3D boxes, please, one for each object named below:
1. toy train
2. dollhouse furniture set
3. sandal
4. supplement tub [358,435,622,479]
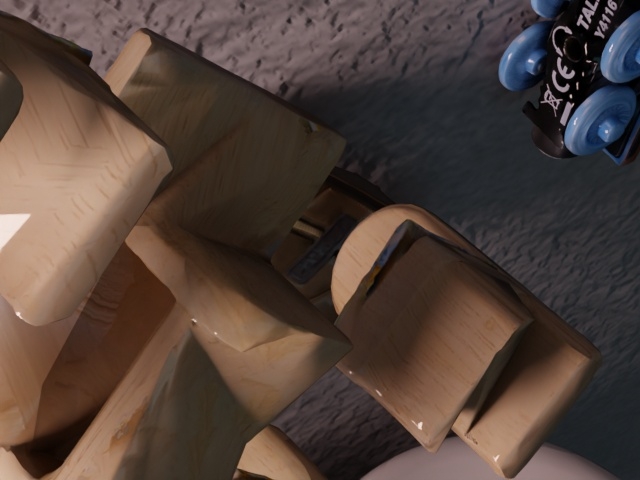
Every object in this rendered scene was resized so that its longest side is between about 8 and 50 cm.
[{"bbox_3d":[0.157,-0.117,0.797,0.105,0.080,0.184,-18,142,-31],"label":"toy train"},{"bbox_3d":[-0.159,0.082,0.667,0.362,0.256,0.394,23,105,-51],"label":"dollhouse furniture set"},{"bbox_3d":[0.000,0.000,0.830,0.219,0.060,0.090,31,113,-37],"label":"sandal"},{"bbox_3d":[0.099,0.303,1.050,0.235,0.235,0.325,-20,142,-19],"label":"supplement tub"}]
